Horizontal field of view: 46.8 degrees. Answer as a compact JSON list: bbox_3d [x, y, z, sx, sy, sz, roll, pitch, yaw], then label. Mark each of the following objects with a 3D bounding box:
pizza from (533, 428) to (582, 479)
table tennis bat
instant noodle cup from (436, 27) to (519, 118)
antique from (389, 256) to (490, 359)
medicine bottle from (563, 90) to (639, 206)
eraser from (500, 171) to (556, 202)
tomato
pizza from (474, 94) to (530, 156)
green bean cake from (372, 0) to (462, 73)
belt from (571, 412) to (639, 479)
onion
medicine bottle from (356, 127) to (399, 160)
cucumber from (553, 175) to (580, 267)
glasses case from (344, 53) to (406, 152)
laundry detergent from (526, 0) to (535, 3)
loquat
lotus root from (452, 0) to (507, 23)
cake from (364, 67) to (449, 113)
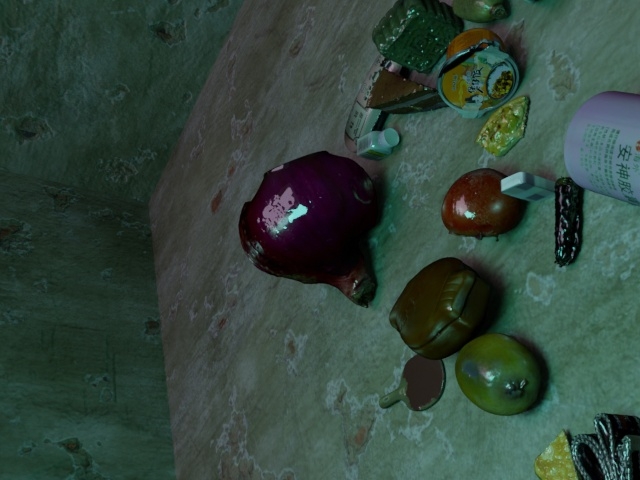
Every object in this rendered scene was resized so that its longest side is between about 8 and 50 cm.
[{"bbox_3d":[0.434,0.392,1.321,0.123,0.026,0.109,3,79,63],"label":"pizza"},{"bbox_3d":[0.213,0.345,1.737,0.234,0.022,0.131,-44,44,43],"label":"table tennis bat"},{"bbox_3d":[0.348,-0.392,1.657,0.208,0.177,0.126,116,164,-49],"label":"instant noodle cup"},{"bbox_3d":[0.257,0.148,1.576,0.278,0.129,0.224,-32,28,60],"label":"antique"},{"bbox_3d":[0.548,-0.133,1.172,0.290,0.178,0.178,35,109,58],"label":"medicine bottle"},{"bbox_3d":[0.414,-0.105,1.470,0.065,0.105,0.026,-23,59,55],"label":"eraser"},{"bbox_3d":[0.336,-0.076,1.548,0.167,0.167,0.167,-31,52,52],"label":"tomato"},{"bbox_3d":[0.400,-0.247,1.624,0.160,0.035,0.099,-47,41,43],"label":"pizza"},{"bbox_3d":[0.245,-0.520,1.868,0.181,0.173,0.094,-46,40,39],"label":"green bean cake"},{"bbox_3d":[0.493,0.442,1.127,0.126,0.094,0.360,-51,37,46],"label":"belt"},{"bbox_3d":[0.000,0.000,1.952,0.398,0.398,0.420,-44,65,45],"label":"onion"},{"bbox_3d":[0.159,-0.263,2.016,0.118,0.074,0.055,-22,59,55],"label":"medicine bottle"},{"bbox_3d":[0.468,-0.037,1.410,0.053,0.053,0.182,-8,74,59],"label":"cucumber"},{"bbox_3d":[0.151,-0.393,2.081,0.314,0.075,0.122,-64,29,22],"label":"glasses case"},{"bbox_3d":[0.395,-0.699,1.554,0.305,0.287,0.287,-64,31,22],"label":"laundry detergent"},{"bbox_3d":[0.338,0.254,1.432,0.195,0.152,0.152,-142,68,-67],"label":"loquat"},{"bbox_3d":[0.376,-0.560,1.748,0.090,0.077,0.183,-68,29,18],"label":"lotus root"},{"bbox_3d":[0.232,-0.381,1.892,0.295,0.115,0.113,19,96,61],"label":"cake"}]
